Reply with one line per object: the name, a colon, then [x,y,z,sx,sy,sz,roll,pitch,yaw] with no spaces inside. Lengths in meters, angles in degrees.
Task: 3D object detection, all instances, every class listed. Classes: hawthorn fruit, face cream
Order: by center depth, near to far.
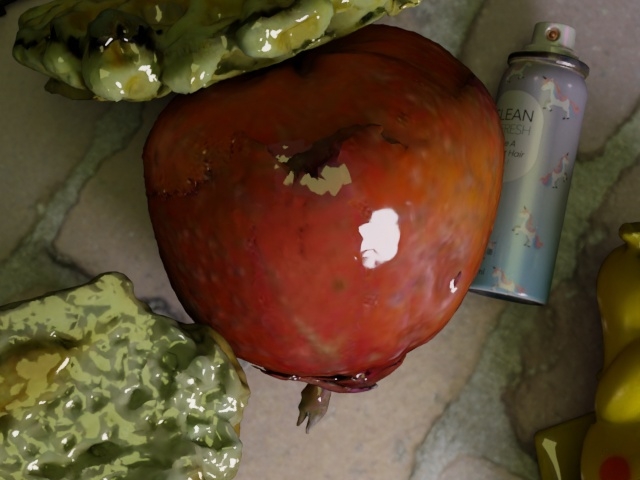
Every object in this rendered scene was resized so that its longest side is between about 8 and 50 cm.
hawthorn fruit: [0.000,0.000,0.918,0.276,0.276,0.307,-4,112,-4]
face cream: [0.171,-0.065,1.013,0.075,0.075,0.229,12,85,-3]

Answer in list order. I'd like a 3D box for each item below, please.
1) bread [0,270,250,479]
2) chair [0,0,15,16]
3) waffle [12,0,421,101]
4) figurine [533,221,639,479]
bread: [-0.174,0.134,0.896,0.239,0.252,0.196,-21,84,-10]
chair: [-0.300,-0.248,0.965,0.260,0.141,0.154,-24,89,-2]
waffle: [-0.077,-0.171,0.902,0.297,0.317,0.073,-23,113,-19]
figurine: [0.270,0.147,0.963,0.218,0.169,0.326,8,83,12]
